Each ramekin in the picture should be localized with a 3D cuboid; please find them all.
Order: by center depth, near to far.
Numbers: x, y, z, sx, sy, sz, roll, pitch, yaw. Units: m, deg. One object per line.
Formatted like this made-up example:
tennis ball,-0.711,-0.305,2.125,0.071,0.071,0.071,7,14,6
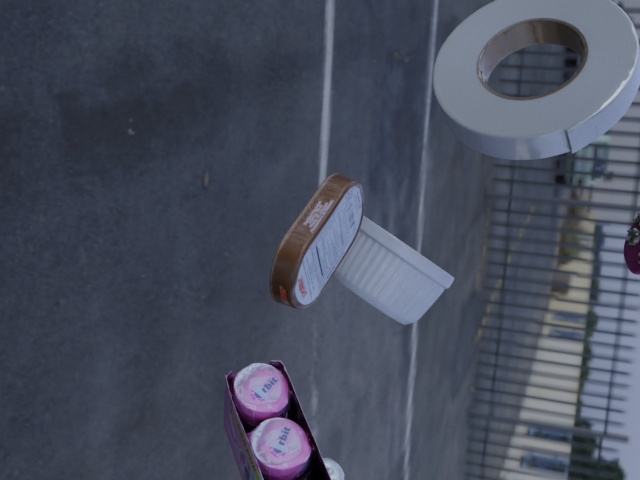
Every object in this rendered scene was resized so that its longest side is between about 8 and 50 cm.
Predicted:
ramekin,0.102,0.047,1.450,0.109,0.207,0.207,-56,163,3

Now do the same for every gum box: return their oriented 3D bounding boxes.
gum box,-0.038,0.216,0.852,0.107,0.062,0.188,99,-29,-53

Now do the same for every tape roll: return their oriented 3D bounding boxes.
tape roll,0.409,-0.325,1.717,0.072,0.392,0.392,58,41,-50

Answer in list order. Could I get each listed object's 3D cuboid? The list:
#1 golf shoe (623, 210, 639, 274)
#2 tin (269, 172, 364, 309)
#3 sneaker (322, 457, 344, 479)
golf shoe,0.545,-0.041,1.201,0.306,0.140,0.115,-49,-144,42
tin,0.000,0.000,1.091,0.189,0.040,0.106,-56,148,-31
sneaker,-0.056,0.373,1.181,0.235,0.090,0.095,-44,157,5
